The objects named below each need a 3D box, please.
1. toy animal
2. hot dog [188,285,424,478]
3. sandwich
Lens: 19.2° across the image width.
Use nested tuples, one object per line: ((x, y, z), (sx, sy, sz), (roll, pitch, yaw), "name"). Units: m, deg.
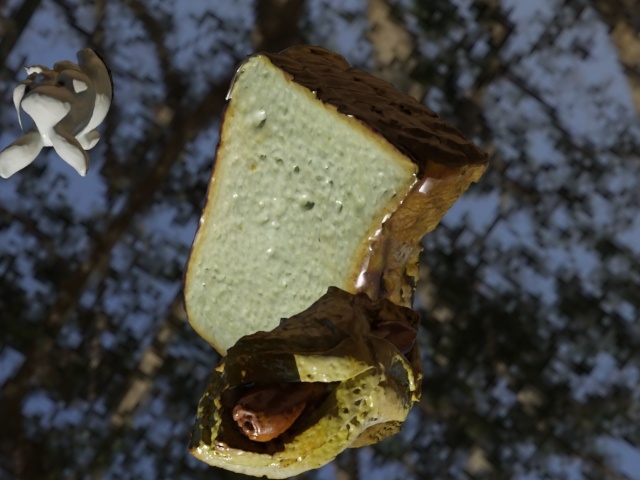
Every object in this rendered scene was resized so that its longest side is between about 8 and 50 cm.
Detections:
((-0.205, -0.101, 1.464), (0.071, 0.085, 0.124), (0, -166, 7), "toy animal")
((0.008, 0.064, 0.934), (0.078, 0.061, 0.169), (50, -136, 9), "hot dog")
((0.000, 0.000, 1.180), (0.065, 0.214, 0.186), (-10, -146, -40), "sandwich")
